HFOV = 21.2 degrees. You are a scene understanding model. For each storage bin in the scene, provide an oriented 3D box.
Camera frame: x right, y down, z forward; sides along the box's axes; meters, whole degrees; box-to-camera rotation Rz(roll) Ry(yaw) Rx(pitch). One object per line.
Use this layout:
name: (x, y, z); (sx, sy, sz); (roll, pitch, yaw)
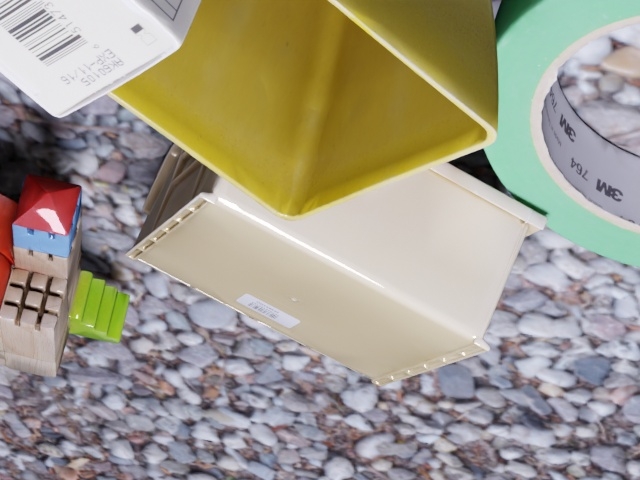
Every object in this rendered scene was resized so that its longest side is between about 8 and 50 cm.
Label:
storage bin: (0.000, 0.000, 1.418); (0.262, 0.123, 0.260); (28, 160, -14)

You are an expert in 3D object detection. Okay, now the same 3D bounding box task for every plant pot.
plant pot: (-0.006, -0.168, 1.166); (0.212, 0.187, 0.212); (36, 144, -30)

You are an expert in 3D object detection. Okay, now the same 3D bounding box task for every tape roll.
tape roll: (0.280, -0.104, 1.281); (0.321, 0.077, 0.321); (10, 141, 8)

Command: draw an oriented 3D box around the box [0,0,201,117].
box: (-0.129, -0.245, 1.075); (0.121, 0.311, 0.148); (-25, 124, 39)

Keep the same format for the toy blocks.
toy blocks: (-0.358, 0.004, 1.484); (0.381, 0.190, 0.261); (13, 157, -2)
